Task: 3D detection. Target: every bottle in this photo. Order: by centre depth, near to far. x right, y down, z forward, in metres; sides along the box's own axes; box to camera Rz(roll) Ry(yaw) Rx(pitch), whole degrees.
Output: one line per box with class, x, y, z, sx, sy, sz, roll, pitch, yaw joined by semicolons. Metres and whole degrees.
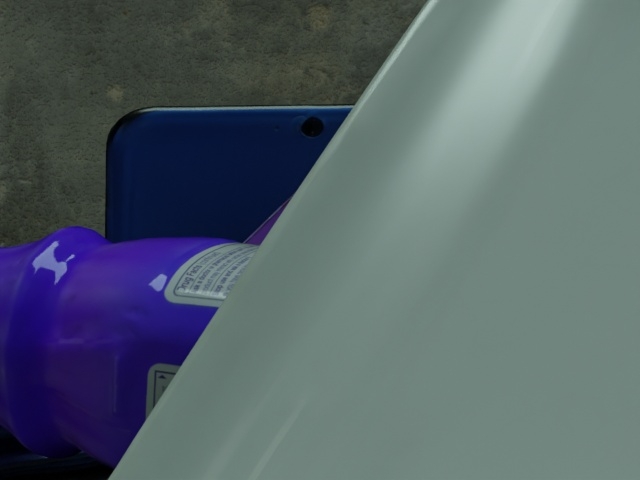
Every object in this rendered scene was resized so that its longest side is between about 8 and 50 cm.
bottle;-0.034;0.047;0.632;0.282;0.092;0.118;5;8;19

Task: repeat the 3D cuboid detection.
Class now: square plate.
square plate;0.120;-0.010;0.456;0.347;0.344;0.049;1;-39;50

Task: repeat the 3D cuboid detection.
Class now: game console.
game console;0.000;0.000;1.098;0.293;0.173;0.250;-1;2;-11

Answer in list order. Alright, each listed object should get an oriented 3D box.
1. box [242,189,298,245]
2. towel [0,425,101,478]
box;0.058;-0.014;0.842;0.201;0.057;0.293;-43;-11;2
towel;-0.189;0.086;0.841;0.243;0.040;0.336;-5;3;-33
